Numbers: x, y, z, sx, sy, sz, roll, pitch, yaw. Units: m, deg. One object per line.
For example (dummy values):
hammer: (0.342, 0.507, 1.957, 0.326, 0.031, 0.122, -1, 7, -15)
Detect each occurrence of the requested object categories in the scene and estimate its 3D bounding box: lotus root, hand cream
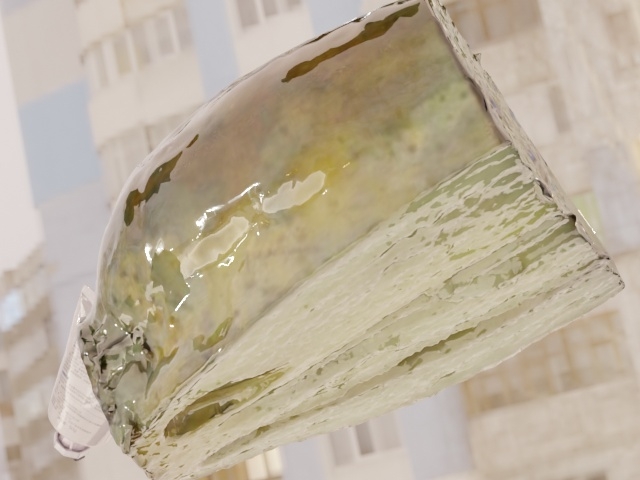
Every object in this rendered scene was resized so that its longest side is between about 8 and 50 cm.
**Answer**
lotus root: (-0.006, 0.010, 0.894, 0.260, 0.149, 0.267, -32, -25, 11)
hand cream: (-0.170, 0.109, 1.327, 0.053, 0.084, 0.142, -33, -26, -57)
